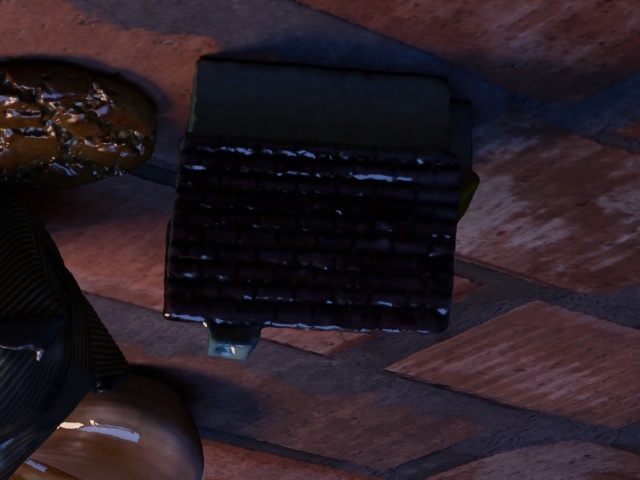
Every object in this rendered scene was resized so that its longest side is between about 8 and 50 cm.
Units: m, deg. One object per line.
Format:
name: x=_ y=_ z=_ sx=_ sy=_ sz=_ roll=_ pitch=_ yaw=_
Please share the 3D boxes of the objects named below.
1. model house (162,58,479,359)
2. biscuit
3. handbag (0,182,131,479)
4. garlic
model house: x=0.000 y=0.000 z=1.717 sx=0.280 sy=0.249 sz=0.230 roll=4 pitch=157 yaw=-6
biscuit: x=-0.261 y=-0.100 z=1.758 sx=0.225 sy=0.042 sz=0.226 roll=0 pitch=155 yaw=0
handbag: x=-0.364 y=0.123 z=1.852 sx=0.240 sy=0.341 sz=0.247 roll=41 pitch=176 yaw=25
garlic: x=-0.283 y=0.261 z=2.459 sx=0.325 sy=0.132 sz=0.279 roll=16 pitch=153 yaw=-26
